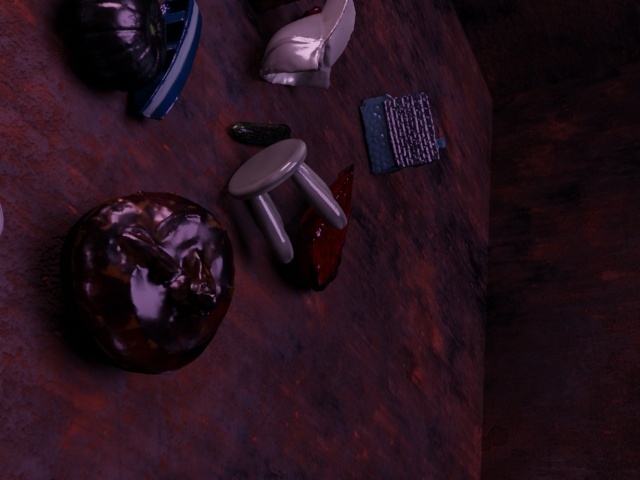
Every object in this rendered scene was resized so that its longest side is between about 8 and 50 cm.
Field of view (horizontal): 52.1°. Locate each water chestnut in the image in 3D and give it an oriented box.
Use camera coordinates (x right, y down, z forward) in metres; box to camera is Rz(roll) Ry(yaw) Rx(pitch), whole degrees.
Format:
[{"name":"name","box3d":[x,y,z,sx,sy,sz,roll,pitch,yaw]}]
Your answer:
[{"name":"water chestnut","box3d":[-0.247,0.064,1.022,0.300,0.300,0.299,28,57,-55]}]

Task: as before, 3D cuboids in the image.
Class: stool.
[{"name":"stool","box3d":[-0.070,-0.094,1.441,0.198,0.195,0.195,54,5,-25]}]

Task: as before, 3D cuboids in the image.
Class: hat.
[{"name":"hat","box3d":[-0.026,-0.509,1.599,0.258,0.168,0.301,-43,158,-84]}]

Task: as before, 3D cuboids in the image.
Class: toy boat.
[{"name":"toy boat","box3d":[-0.294,-0.348,1.260,0.061,0.096,0.299,54,39,-53]}]

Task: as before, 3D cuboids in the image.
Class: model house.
[{"name":"model house","box3d":[0.288,-0.369,2.160,0.226,0.241,0.261,-15,94,-59]}]

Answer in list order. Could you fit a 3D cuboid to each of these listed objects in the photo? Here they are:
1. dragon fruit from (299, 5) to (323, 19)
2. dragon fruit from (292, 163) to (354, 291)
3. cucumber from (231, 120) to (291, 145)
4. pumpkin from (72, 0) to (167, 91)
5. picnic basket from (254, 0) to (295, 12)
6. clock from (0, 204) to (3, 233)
[{"name":"dragon fruit","box3d":[-0.023,-0.536,1.804,0.246,0.125,0.125,-64,151,-25]},{"name":"dragon fruit","box3d":[0.000,0.000,1.642,0.343,0.100,0.282,-63,157,-48]},{"name":"cucumber","box3d":[-0.139,-0.254,1.547,0.215,0.052,0.058,-10,70,-61]},{"name":"pumpkin","box3d":[-0.345,-0.358,1.121,0.202,0.140,0.201,-3,90,-82]},{"name":"picnic basket","box3d":[-0.060,-0.744,1.582,0.291,0.321,0.254,57,39,-31]},{"name":"clock","box3d":[-0.491,-0.015,0.825,0.172,0.064,0.198,48,41,-45]}]
